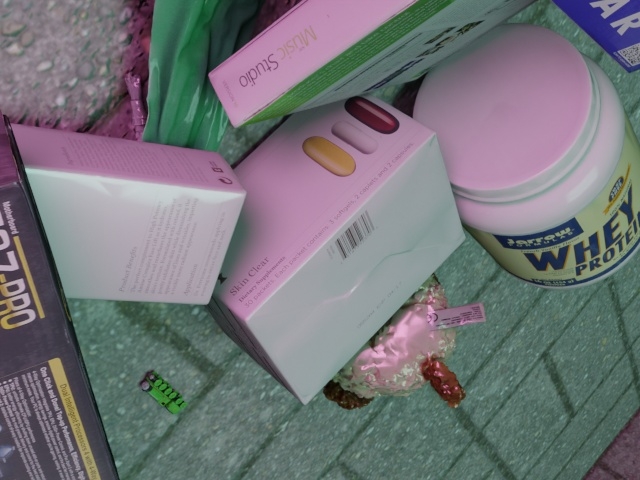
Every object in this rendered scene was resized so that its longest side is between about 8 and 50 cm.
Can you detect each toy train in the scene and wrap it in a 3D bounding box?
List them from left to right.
[{"bbox_3d":[-0.174,0.170,1.085,0.023,0.017,0.083,-38,145,-4],"label":"toy train"}]

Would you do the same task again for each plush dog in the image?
[{"bbox_3d":[0.097,0.126,1.247,0.262,0.210,0.225,-49,172,-4],"label":"plush dog"}]

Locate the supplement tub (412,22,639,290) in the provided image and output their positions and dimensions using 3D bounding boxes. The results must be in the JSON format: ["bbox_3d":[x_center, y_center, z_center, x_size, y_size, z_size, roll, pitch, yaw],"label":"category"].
[{"bbox_3d":[0.261,-0.092,1.177,0.235,0.235,0.325,-54,146,0],"label":"supplement tub"}]

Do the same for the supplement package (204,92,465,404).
[{"bbox_3d":[0.000,0.000,1.026,0.262,0.145,0.204,-45,146,-13],"label":"supplement package"}]

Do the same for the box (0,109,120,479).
[{"bbox_3d":[-0.328,0.123,0.702,0.318,0.097,0.395,-16,134,-13],"label":"box"}]

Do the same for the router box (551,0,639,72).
[{"bbox_3d":[0.207,-0.346,0.815,0.335,0.082,0.301,24,59,-45],"label":"router box"}]

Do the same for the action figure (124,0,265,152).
[{"bbox_3d":[-0.120,-0.123,0.846,0.137,0.063,0.232,-11,128,-47],"label":"action figure"}]

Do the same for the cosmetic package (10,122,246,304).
[{"bbox_3d":[-0.188,-0.020,0.784,0.231,0.085,0.117,7,116,-31],"label":"cosmetic package"}]

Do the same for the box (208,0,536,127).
[{"bbox_3d":[0.082,-0.198,0.863,0.232,0.058,0.322,-29,179,37],"label":"box"}]
